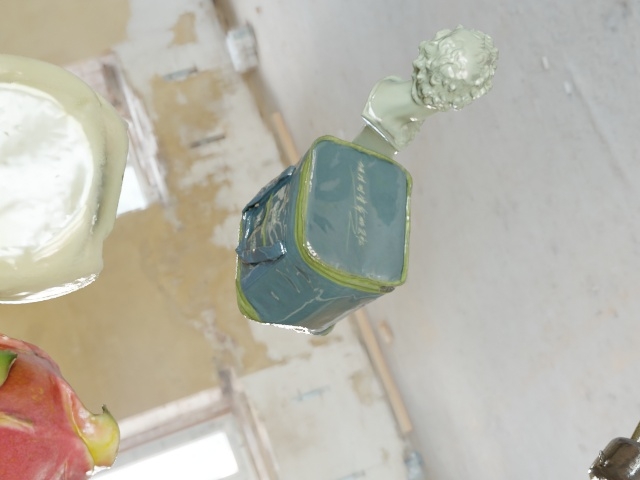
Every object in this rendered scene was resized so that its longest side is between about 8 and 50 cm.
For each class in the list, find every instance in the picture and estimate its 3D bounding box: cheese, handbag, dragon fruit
[{"bbox_3d":[-0.330,-0.066,1.129,0.127,0.233,0.266,143,139,-76],"label":"cheese"},{"bbox_3d":[0.000,0.000,1.650,0.241,0.222,0.263,-43,34,50],"label":"handbag"},{"bbox_3d":[-0.349,0.227,1.105,0.291,0.189,0.290,10,105,41],"label":"dragon fruit"}]

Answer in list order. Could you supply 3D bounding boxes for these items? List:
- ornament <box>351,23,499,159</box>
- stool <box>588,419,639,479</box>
[{"bbox_3d":[0.145,-0.215,1.590,0.120,0.130,0.285,41,132,-14],"label":"ornament"},{"bbox_3d":[0.440,0.329,1.374,0.217,0.121,0.125,52,161,-14],"label":"stool"}]
